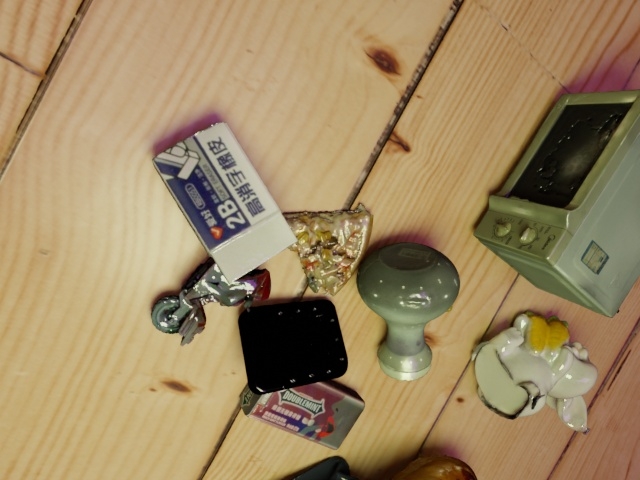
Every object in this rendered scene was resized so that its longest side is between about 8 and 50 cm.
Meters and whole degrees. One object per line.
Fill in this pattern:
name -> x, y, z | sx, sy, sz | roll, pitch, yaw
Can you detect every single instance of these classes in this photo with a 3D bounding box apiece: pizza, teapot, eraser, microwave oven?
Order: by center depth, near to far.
eraser -> -0.141, -0.055, 0.671 | 0.124, 0.068, 0.210 | -32, 91, -16
pizza -> 0.000, 0.000, 0.797 | 0.195, 0.052, 0.185 | 24, 91, -26
teapot -> 0.161, 0.136, 0.845 | 0.183, 0.183, 0.251 | -15, 122, -19
microwave oven -> 0.527, -0.077, 0.907 | 0.286, 0.218, 0.355 | 32, 90, -28

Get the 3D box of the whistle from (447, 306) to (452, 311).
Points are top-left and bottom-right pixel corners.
whistle -> 0.239, 0.126, 0.937 | 0.057, 0.046, 0.109 | -53, 123, -19

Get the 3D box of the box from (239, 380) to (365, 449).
box -> -0.030, 0.309, 0.856 | 0.224, 0.069, 0.120 | 32, 89, -27

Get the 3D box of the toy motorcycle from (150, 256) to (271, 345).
toy motorcycle -> -0.168, 0.088, 0.734 | 0.213, 0.082, 0.122 | -42, 106, 2

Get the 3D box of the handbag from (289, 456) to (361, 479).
handbag -> -0.036, 0.630, 0.914 | 0.269, 0.118, 0.326 | -9, 105, -28

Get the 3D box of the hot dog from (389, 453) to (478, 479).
hot dog -> 0.211, 0.639, 0.926 | 0.365, 0.196, 0.367 | -4, 105, -54

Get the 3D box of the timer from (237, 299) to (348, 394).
timer -> -0.046, 0.183, 0.787 | 0.187, 0.055, 0.144 | -1, 66, -32

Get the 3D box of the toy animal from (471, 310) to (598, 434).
toy animal -> 0.508, 0.308, 1.029 | 0.310, 0.183, 0.247 | 2, 108, -29
